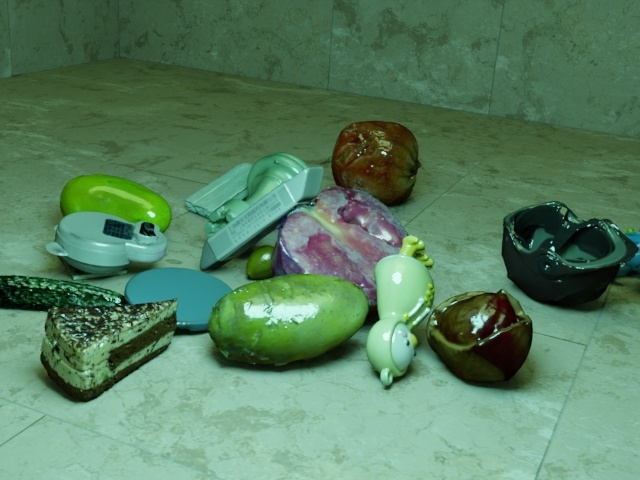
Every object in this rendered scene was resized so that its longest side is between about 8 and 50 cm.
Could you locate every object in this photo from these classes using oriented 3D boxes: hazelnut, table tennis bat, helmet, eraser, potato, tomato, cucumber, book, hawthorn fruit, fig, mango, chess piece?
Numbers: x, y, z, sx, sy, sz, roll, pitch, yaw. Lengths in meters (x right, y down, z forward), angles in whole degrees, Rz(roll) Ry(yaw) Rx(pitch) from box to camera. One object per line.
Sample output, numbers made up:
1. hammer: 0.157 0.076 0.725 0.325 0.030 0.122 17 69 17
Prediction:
1. hazelnut: 0.283 0.165 1.517 0.170 0.160 0.201 -15 34 -38
2. table tennis bat: -0.295 0.119 1.642 0.215 0.044 0.329 27 23 22
3. helmet: 0.523 0.050 1.837 0.225 0.177 0.305 -17 36 -31
4. eraser: -0.129 -0.042 1.809 0.352 0.061 0.089 -34 -9 26
5. potato: -0.056 0.142 1.533 0.298 0.141 0.176 -4 45 -12
6. tomato: 0.037 0.058 1.738 0.289 0.176 0.335 40 40 7
7. cucumber: -0.510 0.108 1.656 0.293 0.067 0.067 5 21 0
8. book: -0.513 0.045 1.886 0.118 0.012 0.172 -7 24 -29
9. hawthorn fruit: 0.156 -0.220 2.386 0.262 0.258 0.258 33 22 -3
10. fig: -0.127 0.052 1.860 0.088 0.074 0.074 -36 37 -20
11. mango: -0.483 -0.074 2.014 0.273 0.149 0.185 11 14 1
12. chess piece: -0.149 -0.079 2.067 0.194 0.195 0.299 14 33 24

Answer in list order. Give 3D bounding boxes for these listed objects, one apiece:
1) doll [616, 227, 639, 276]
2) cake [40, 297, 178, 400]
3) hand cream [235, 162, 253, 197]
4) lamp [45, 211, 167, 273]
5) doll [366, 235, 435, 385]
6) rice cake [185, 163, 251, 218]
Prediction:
1. doll: 0.817 0.046 2.042 0.341 0.099 0.346 -6 15 9
2. cake: -0.334 0.183 1.431 0.246 0.112 0.135 -2 32 -35
3. hand cream: -0.111 -0.138 2.321 0.306 0.093 0.147 19 10 31
4. lamp: -0.454 0.012 1.815 0.246 0.108 0.179 6 26 -10
5. doll: 0.149 0.132 1.541 0.117 0.141 0.296 -7 50 19
6. rice cake: -0.243 -0.134 2.250 0.124 0.038 0.211 22 51 37
